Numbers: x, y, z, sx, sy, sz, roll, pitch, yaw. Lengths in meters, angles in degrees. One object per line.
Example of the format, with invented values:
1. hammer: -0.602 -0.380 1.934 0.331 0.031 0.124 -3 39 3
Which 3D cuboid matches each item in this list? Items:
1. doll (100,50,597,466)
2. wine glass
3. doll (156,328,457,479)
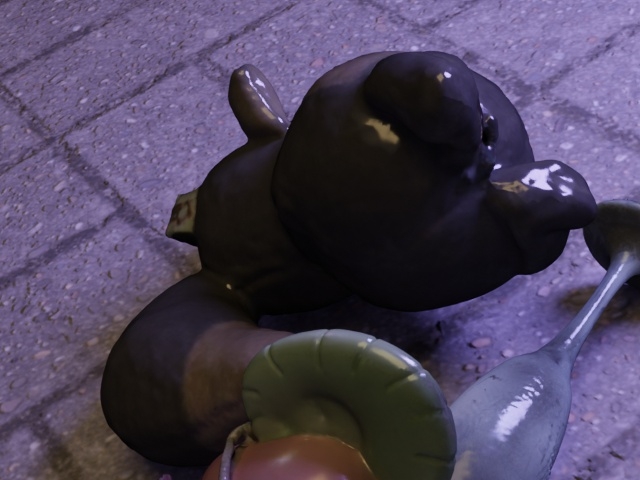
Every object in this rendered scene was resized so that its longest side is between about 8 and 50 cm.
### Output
1. doll: 0.026 0.021 1.035 0.382 0.252 0.378 -15 53 56
2. wine glass: 0.224 0.097 0.908 0.264 0.096 0.309 -4 36 50
3. doll: -0.015 0.209 0.816 0.268 0.284 0.216 -20 -1 36
